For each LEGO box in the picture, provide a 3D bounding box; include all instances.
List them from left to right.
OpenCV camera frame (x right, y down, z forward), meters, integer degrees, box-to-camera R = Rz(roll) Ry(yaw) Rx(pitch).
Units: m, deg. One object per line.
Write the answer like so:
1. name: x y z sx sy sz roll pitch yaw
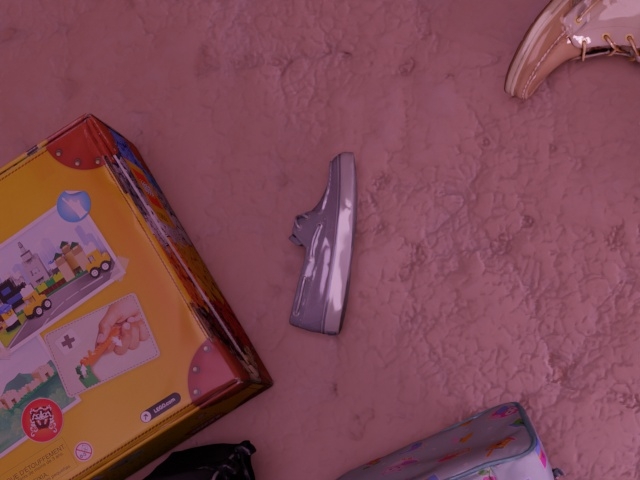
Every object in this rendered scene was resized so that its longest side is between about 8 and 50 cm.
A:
1. LEGO box: -0.372 0.146 1.607 0.500 0.193 0.372 -32 78 3

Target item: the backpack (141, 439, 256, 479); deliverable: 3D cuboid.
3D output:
1. backpack: -0.148 0.380 1.524 0.191 0.225 0.254 -13 93 7

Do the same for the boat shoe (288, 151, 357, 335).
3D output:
1. boat shoe: 0.000 0.001 1.630 0.081 0.079 0.228 6 86 5

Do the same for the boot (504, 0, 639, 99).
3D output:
1. boot: 0.369 -0.233 1.604 0.203 0.095 0.262 40 85 11

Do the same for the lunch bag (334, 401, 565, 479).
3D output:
1. lunch bag: 0.135 0.290 1.497 0.279 0.224 0.108 -23 94 5
